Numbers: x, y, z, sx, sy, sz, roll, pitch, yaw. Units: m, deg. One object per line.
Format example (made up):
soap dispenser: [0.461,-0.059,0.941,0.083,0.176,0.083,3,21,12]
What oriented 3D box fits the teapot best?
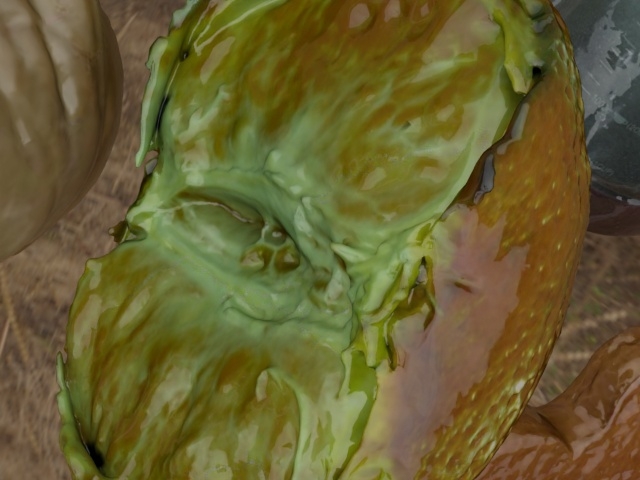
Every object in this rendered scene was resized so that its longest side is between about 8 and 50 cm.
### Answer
teapot: [0.311,-0.147,1.282,0.315,0.312,0.233,40,50,-1]

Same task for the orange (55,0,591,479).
orange: [0.005,0.003,0.842,0.263,0.196,0.334,18,95,32]

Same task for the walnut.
walnut: [-0.263,-0.124,0.976,0.277,0.252,0.313,-33,98,-42]

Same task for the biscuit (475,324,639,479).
biscuit: [0.121,0.256,1.209,0.455,0.078,0.349,-23,126,-22]
